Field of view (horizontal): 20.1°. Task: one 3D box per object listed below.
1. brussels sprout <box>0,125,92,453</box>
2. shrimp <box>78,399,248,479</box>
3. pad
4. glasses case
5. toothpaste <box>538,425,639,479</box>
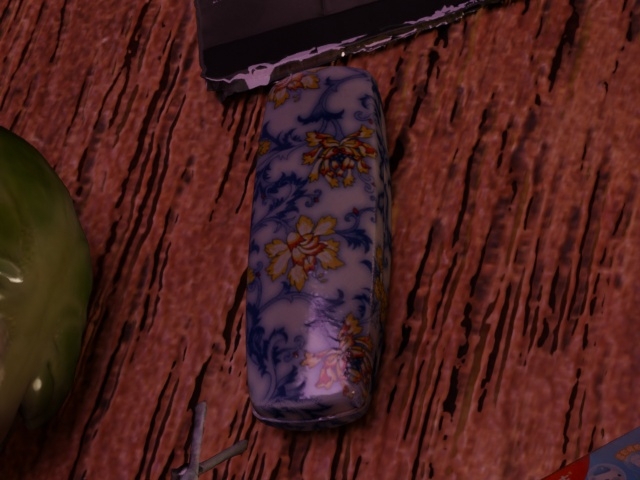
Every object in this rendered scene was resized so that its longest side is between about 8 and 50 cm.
[{"bbox_3d":[-0.255,0.033,1.140,0.244,0.244,0.244,-11,57,17],"label":"brussels sprout"},{"bbox_3d":[-0.053,0.199,0.982,0.410,0.166,0.221,1,88,29],"label":"shrimp"},{"bbox_3d":[0.018,-0.199,1.275,0.233,0.022,0.174,-18,54,10],"label":"pad"},{"bbox_3d":[0.000,0.000,1.130,0.087,0.065,0.248,-8,57,20],"label":"glasses case"},{"bbox_3d":[0.169,0.119,0.926,0.193,0.070,0.044,-22,46,-33],"label":"toothpaste"}]
